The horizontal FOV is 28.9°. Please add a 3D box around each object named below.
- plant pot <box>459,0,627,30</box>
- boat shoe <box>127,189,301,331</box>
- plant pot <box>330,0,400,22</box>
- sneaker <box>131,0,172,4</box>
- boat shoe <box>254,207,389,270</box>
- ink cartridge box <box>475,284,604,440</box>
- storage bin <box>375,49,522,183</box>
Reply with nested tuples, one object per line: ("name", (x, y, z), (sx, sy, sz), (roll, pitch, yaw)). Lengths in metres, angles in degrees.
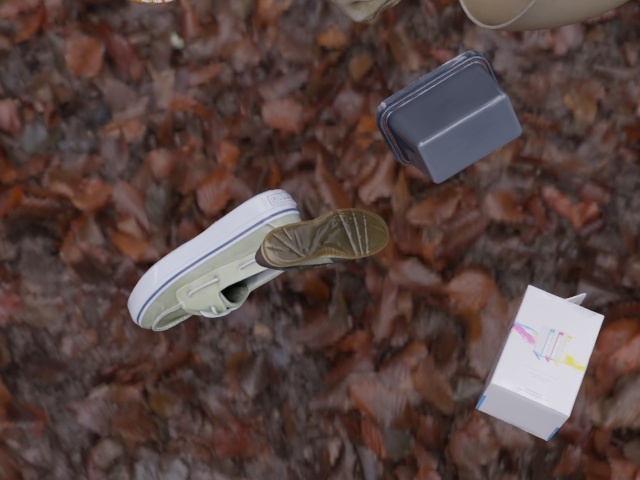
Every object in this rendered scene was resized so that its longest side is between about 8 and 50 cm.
("plant pot", (0.298, -0.369, 1.415), (0.190, 0.284, 0.284), (6, 58, -22))
("boat shoe", (-0.136, 0.048, 1.585), (0.109, 0.302, 0.094), (-3, 62, -51))
("plant pot", (0.005, -0.342, 0.911), (0.334, 0.334, 0.305), (-42, 90, -18))
("sneaker", (-0.221, -0.394, 1.859), (0.214, 0.083, 0.084), (-11, 93, -24))
("boat shoe", (0.000, 0.000, 1.299), (0.152, 0.049, 0.056), (-6, 81, -30))
("ink cartridge box", (0.241, 0.126, 1.349), (0.089, 0.092, 0.143), (23, 64, 6))
("storage bin", (0.140, -0.116, 1.282), (0.135, 0.098, 0.091), (-30, 33, -1))
